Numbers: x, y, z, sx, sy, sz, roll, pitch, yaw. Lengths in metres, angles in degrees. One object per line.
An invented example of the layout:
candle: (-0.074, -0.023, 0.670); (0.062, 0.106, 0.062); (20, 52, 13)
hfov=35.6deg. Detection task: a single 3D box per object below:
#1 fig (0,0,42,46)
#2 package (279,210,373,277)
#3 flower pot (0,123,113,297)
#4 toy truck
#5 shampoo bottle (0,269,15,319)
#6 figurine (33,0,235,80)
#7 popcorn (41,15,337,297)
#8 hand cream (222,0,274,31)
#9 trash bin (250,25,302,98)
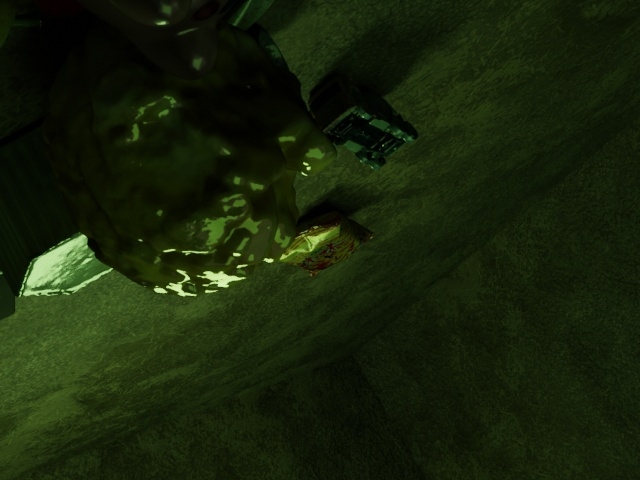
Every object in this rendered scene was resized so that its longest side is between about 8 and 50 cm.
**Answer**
fig: (-0.383, -0.253, 1.093); (0.149, 0.149, 0.245); (-34, -177, 10)
package: (-0.006, 0.003, 2.474); (0.223, 0.108, 0.288); (-30, 157, 14)
flower pot: (-0.391, -0.046, 1.499); (0.239, 0.189, 0.209); (-28, 163, -7)
toy truck: (0.079, -0.234, 1.899); (0.108, 0.140, 0.257); (-39, 150, 24)
shampoo bottle: (-0.570, 0.062, 1.694); (0.079, 0.080, 0.246); (-24, 162, -26)
figurine: (-0.191, -0.328, 1.045); (0.211, 0.261, 0.269); (-57, 165, -9)
popcorn: (-0.192, -0.112, 1.289); (0.344, 0.354, 0.390); (24, 168, -39)
hand cream: (-0.148, -0.296, 1.464); (0.194, 0.042, 0.067); (-40, 161, 13)
trash bin: (-0.127, -0.221, 1.538); (0.161, 0.175, 0.175); (-21, 166, 12)
